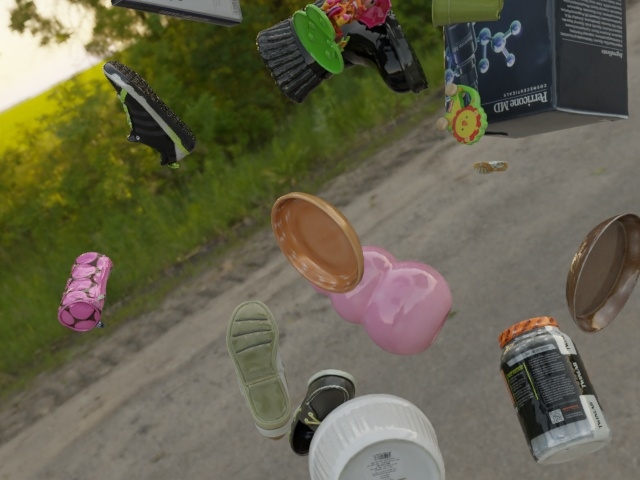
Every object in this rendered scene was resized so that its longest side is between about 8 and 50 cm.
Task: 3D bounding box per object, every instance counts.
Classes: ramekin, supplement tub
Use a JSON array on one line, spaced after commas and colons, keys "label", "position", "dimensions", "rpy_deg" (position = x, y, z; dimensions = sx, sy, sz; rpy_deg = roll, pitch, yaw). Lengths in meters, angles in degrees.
[{"label": "ramekin", "position": [0.090, 0.349, 1.241], "dimensions": [0.207, 0.207, 0.109], "rpy_deg": [-28, 16, -2]}, {"label": "supplement tub", "position": [0.586, 0.380, 2.093], "dimensions": [0.207, 0.207, 0.338], "rpy_deg": [-23, 61, 14]}]

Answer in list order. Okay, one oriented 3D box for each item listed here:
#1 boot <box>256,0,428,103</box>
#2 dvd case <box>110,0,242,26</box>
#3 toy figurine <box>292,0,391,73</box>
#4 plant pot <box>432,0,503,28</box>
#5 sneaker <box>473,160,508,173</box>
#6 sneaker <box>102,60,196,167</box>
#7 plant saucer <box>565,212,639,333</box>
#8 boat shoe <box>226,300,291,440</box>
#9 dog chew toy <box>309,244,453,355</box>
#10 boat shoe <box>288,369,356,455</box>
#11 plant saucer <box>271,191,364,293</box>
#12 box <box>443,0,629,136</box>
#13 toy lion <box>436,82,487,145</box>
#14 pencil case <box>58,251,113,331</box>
[{"label": "boot", "position": [0.037, -0.344, 1.569], "dimensions": [0.260, 0.131, 0.348], "rpy_deg": [-33, 50, 10]}, {"label": "dvd case", "position": [-0.219, -0.413, 1.190], "dimensions": [0.029, 0.179, 0.238], "rpy_deg": [-15, -4, 36]}, {"label": "toy figurine", "position": [0.052, -0.398, 1.421], "dimensions": [0.159, 0.130, 0.173], "rpy_deg": [-41, -9, -10]}, {"label": "plant pot", "position": [0.187, -0.304, 1.023], "dimensions": [0.079, 0.083, 0.083], "rpy_deg": [9, 32, 17]}, {"label": "sneaker", "position": [0.416, -0.179, 2.009], "dimensions": [0.083, 0.032, 0.037], "rpy_deg": [0, 9, 7]}, {"label": "sneaker", "position": [-0.331, -0.223, 1.517], "dimensions": [0.097, 0.235, 0.084], "rpy_deg": [-38, 28, 9]}, {"label": "plant saucer", "position": [0.372, 0.040, 1.078], "dimensions": [0.168, 0.168, 0.029], "rpy_deg": [-37, 40, -25]}, {"label": "boat shoe", "position": [-0.127, 0.267, 1.682], "dimensions": [0.113, 0.103, 0.302], "rpy_deg": [-8, 51, -7]}, {"label": "dog chew toy", "position": [0.115, 0.106, 1.776], "dimensions": [0.331, 0.207, 0.206], "rpy_deg": [29, 43, 14]}, {"label": "boat shoe", "position": [0.001, 0.287, 1.350], "dimensions": [0.228, 0.081, 0.069], "rpy_deg": [114, 173, -52]}, {"label": "plant saucer", "position": [0.000, 0.000, 1.399], "dimensions": [0.037, 0.200, 0.200], "rpy_deg": [-40, 22, -34]}, {"label": "box", "position": [0.410, -0.416, 1.595], "dimensions": [0.212, 0.396, 0.293], "rpy_deg": [-1, -2, -33]}, {"label": "toy lion", "position": [0.257, -0.222, 1.451], "dimensions": [0.034, 0.100, 0.096], "rpy_deg": [2, 16, -42]}, {"label": "pencil case", "position": [-0.503, 0.106, 1.783], "dimensions": [0.098, 0.095, 0.209], "rpy_deg": [-42, 29, 18]}]
